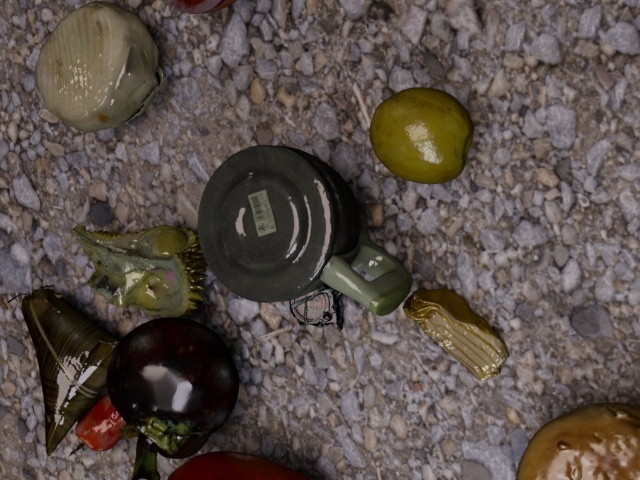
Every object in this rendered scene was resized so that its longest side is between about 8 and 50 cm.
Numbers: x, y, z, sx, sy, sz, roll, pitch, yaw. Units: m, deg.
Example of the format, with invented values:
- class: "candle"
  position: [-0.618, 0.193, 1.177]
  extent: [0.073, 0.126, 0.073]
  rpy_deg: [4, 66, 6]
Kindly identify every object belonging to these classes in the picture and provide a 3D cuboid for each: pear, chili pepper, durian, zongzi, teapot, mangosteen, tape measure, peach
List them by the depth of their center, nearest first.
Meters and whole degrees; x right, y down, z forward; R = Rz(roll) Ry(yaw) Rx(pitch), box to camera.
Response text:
- class: "pear"
  position: [0.158, -0.163, 1.499]
  extent: [0.162, 0.149, 0.149]
  rpy_deg: [24, 101, 22]
- class: "teapot"
  position: [-0.002, -0.023, 1.524]
  extent: [0.321, 0.239, 0.240]
  rpy_deg: [7, 95, 28]
- class: "peach"
  position: [-0.105, 0.463, 1.595]
  extent: [0.361, 0.201, 0.258]
  rpy_deg: [4, 106, -6]
- class: "mangosteen"
  position: [-0.257, 0.271, 1.628]
  extent: [0.231, 0.231, 0.289]
  rpy_deg: [-10, 45, 24]
- class: "tape measure"
  position: [-0.004, 0.103, 1.628]
  extent: [0.094, 0.054, 0.091]
  rpy_deg: [7, 93, 17]
- class: "durian"
  position: [-0.310, 0.048, 1.700]
  extent: [0.306, 0.166, 0.172]
  rpy_deg: [18, 97, 32]
- class: "zongzi"
  position: [-0.509, 0.228, 1.788]
  extent: [0.247, 0.111, 0.241]
  rpy_deg: [35, 80, 18]
- class: "chili pepper"
  position: [-0.407, 0.346, 1.795]
  extent: [0.192, 0.086, 0.084]
  rpy_deg: [-43, 94, 16]

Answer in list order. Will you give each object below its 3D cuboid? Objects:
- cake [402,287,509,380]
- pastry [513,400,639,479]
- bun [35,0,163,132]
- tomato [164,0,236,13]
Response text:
- class: "cake"
  position: [0.210, 0.136, 1.507]
  extent: [0.079, 0.116, 0.185]
  rpy_deg: [-40, 72, 18]
- class: "pastry"
  position: [0.430, 0.370, 1.374]
  extent: [0.315, 0.184, 0.285]
  rpy_deg: [19, 92, 10]
- class: "bun"
  position: [-0.386, -0.305, 1.736]
  extent: [0.239, 0.141, 0.239]
  rpy_deg: [-2, 86, 27]
- class: "tomato"
  position: [-0.190, -0.495, 1.659]
  extent: [0.199, 0.112, 0.228]
  rpy_deg: [6, 95, 31]
